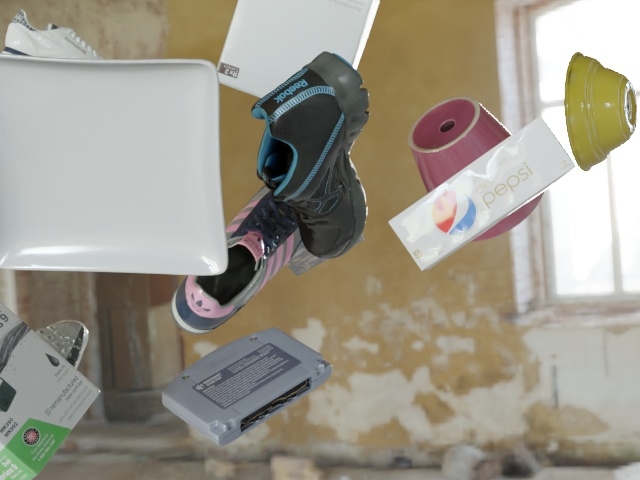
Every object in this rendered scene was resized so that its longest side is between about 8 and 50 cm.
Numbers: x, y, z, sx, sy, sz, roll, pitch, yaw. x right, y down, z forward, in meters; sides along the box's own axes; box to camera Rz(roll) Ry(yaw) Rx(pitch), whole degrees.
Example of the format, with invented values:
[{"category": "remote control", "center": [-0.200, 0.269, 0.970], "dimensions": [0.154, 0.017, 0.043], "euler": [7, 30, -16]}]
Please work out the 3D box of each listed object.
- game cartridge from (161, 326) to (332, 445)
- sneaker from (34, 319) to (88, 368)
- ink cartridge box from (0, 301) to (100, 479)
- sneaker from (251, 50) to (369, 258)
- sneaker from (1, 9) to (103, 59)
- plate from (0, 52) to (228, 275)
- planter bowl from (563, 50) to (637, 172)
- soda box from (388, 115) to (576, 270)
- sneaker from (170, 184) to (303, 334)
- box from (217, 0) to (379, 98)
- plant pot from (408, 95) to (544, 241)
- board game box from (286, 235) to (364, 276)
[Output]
[{"category": "game cartridge", "center": [-0.147, 0.272, 2.053], "dimensions": [0.294, 0.060, 0.196], "euler": [-27, 43, -36]}, {"category": "sneaker", "center": [-0.517, 0.246, 1.987], "dimensions": [0.297, 0.111, 0.129], "euler": [-48, -5, 26]}, {"category": "ink cartridge box", "center": [-0.534, 0.234, 1.702], "dimensions": [0.121, 0.289, 0.211], "euler": [-38, 13, 37]}, {"category": "sneaker", "center": [-0.024, -0.089, 1.379], "dimensions": [0.140, 0.340, 0.125], "euler": [-32, 55, -22]}, {"category": "sneaker", "center": [-0.432, -0.320, 1.861], "dimensions": [0.235, 0.094, 0.090], "euler": [19, -2, -26]}, {"category": "plate", "center": [-0.241, -0.083, 1.151], "dimensions": [0.277, 0.278, 0.045], "euler": [1, 37, 1]}, {"category": "planter bowl", "center": [0.508, -0.232, 1.893], "dimensions": [0.090, 0.217, 0.217], "euler": [-3, 1, 30]}, {"category": "soda box", "center": [0.190, -0.053, 1.252], "dimensions": [0.216, 0.074, 0.069], "euler": [-35, -7, 12]}, {"category": "sneaker", "center": [-0.090, 0.005, 1.579], "dimensions": [0.112, 0.319, 0.131], "euler": [38, -24, -4]}, {"category": "box", "center": [-0.031, -0.284, 1.501], "dimensions": [0.181, 0.181, 0.119], "euler": [20, 16, 1]}, {"category": "plant pot", "center": [0.241, -0.128, 1.739], "dimensions": [0.201, 0.201, 0.180], "euler": [-4, -43, 42]}, {"category": "board game box", "center": [0.000, 0.000, 2.127], "dimensions": [0.165, 0.042, 0.243], "euler": [-28, -12, 1]}]
